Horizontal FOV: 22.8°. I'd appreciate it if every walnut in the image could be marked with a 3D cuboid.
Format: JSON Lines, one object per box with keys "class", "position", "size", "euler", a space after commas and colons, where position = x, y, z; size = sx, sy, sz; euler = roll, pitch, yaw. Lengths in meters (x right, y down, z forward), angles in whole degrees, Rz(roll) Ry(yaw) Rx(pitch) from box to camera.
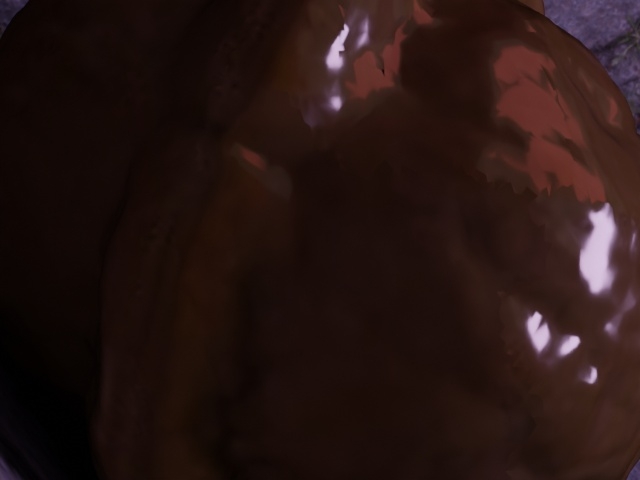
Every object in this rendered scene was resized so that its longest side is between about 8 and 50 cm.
{"class": "walnut", "position": [-0.003, 0.001, 0.772], "size": [0.383, 0.383, 0.383], "euler": [57, -3, 4]}
